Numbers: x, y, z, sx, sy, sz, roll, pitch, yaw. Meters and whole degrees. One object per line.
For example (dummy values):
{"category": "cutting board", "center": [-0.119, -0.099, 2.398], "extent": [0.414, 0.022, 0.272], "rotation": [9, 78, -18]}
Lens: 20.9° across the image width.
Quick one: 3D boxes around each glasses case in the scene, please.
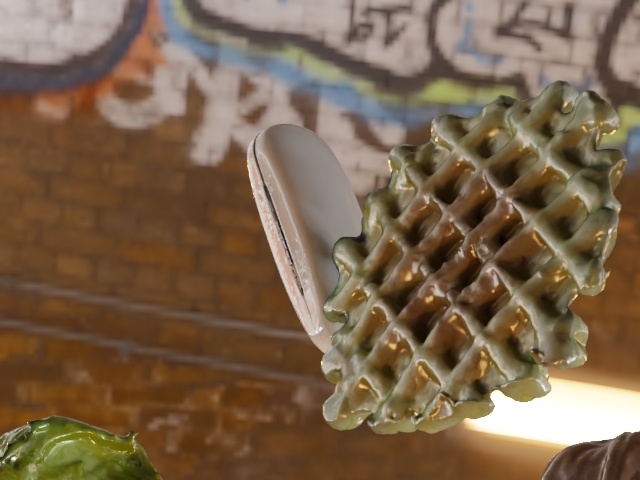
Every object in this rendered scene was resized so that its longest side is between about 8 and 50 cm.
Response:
{"category": "glasses case", "center": [0.000, 0.000, 1.546], "extent": [0.092, 0.059, 0.233], "rotation": [1, -121, -44]}

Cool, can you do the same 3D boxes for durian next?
{"category": "durian", "center": [-0.343, 0.304, 1.850], "extent": [0.340, 0.204, 0.256], "rotation": [-16, 172, 38]}

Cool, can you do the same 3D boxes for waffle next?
{"category": "waffle", "center": [0.118, 0.014, 1.378], "extent": [0.056, 0.291, 0.309], "rotation": [31, 146, -32]}

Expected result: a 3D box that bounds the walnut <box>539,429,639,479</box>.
{"category": "walnut", "center": [0.357, 0.336, 1.952], "extent": [0.227, 0.273, 0.273], "rotation": [31, -174, -30]}
